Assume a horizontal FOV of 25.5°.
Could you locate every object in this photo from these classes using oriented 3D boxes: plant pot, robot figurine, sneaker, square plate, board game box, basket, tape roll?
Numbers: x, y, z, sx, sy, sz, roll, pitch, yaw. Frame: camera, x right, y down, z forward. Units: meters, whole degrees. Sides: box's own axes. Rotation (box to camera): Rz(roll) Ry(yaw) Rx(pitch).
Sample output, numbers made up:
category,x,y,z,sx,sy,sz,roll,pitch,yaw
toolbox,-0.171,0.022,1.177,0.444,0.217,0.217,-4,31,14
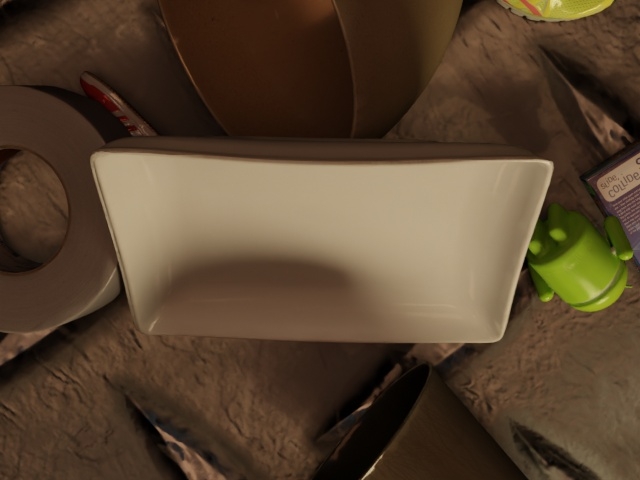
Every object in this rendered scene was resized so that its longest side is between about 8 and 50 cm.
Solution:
category,x,y,z,sx,sy,sz,roll,pitch,yaw
plant pot,0.010,-0.216,1.200,0.191,0.284,0.284,-29,96,-28
robot figurine,0.234,0.019,1.291,0.101,0.067,0.115,-33,118,28
sneaker,0.170,-0.250,1.259,0.208,0.094,0.081,17,94,-3
square plate,0.000,0.000,1.194,0.347,0.344,0.049,1,63,0
sneaker,-0.192,-0.096,1.302,0.067,0.042,0.118,-45,96,1
board game box,0.361,-0.056,1.307,0.201,0.035,0.136,-32,95,3
basket,0.120,0.258,1.287,0.227,0.154,0.204,39,97,-7
tape roll,-0.262,-0.030,1.269,0.219,0.072,0.219,1,96,15
